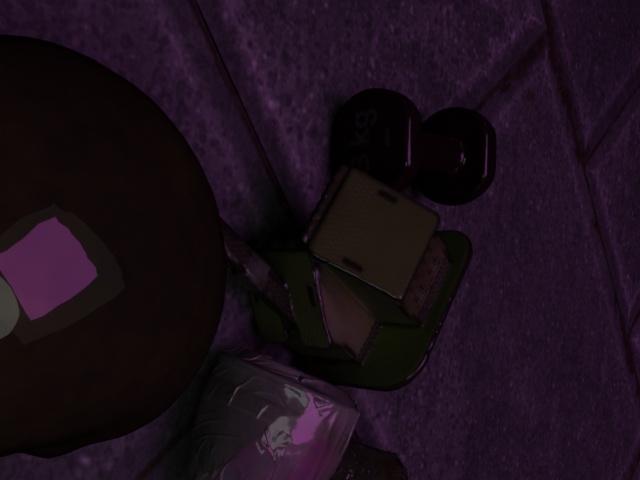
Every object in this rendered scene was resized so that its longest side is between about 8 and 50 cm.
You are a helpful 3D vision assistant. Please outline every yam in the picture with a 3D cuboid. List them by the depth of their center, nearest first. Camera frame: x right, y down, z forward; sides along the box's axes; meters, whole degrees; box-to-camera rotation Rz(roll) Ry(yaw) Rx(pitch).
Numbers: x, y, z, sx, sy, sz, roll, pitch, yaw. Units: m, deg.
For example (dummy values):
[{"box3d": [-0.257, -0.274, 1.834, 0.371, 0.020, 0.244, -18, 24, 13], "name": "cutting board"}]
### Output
[{"box3d": [0.040, 0.291, 1.031, 0.179, 0.078, 0.078, 30, 70, -42], "name": "yam"}]

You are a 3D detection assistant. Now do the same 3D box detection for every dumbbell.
[{"box3d": [0.127, -0.118, 1.071, 0.225, 0.124, 0.140, 3, 90, -48], "name": "dumbbell"}]

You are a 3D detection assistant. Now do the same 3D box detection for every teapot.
[{"box3d": [-0.066, 0.219, 0.878, 0.163, 0.221, 0.178, 26, 80, -6], "name": "teapot"}]

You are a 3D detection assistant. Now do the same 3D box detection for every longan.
[{"box3d": [-0.216, 0.012, 0.560, 0.319, 0.319, 0.319, -3, 94, -49], "name": "longan"}]

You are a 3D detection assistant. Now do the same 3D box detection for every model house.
[{"box3d": [0.000, 0.000, 0.896, 0.278, 0.205, 0.218, 47, 57, -30], "name": "model house"}]
